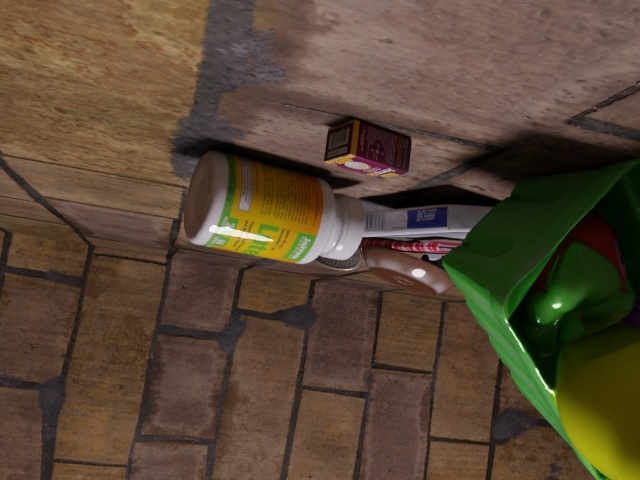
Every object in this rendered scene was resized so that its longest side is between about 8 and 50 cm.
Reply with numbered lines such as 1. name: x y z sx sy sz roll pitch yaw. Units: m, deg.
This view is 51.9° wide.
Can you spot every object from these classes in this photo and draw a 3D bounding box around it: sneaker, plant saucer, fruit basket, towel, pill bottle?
1. sneaker: 0.262 0.059 1.353 0.135 0.058 0.052 15 166 20
2. plant saucer: 0.170 0.067 1.313 0.199 0.036 0.198 22 168 5
3. fruit basket: 0.348 0.126 0.747 0.392 0.283 0.392 44 168 12
4. towel: 0.207 0.010 1.305 0.199 0.031 0.275 4 179 -33
5. pill bottle: -0.063 -0.040 0.971 0.246 0.136 0.136 12 171 -27
6. sneaker: 0.000 0.000 1.383 0.222 0.083 0.118 24 -176 20

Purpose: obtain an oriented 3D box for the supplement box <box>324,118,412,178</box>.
1. supplement box: 0.054 -0.102 0.749 0.083 0.043 0.055 12 170 -31

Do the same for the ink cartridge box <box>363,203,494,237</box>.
1. ink cartridge box: 0.213 -0.028 1.080 0.224 0.045 0.223 2 177 -34

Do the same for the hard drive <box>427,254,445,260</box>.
1. hard drive: 0.416 0.056 1.532 0.308 0.040 0.203 4 171 22
